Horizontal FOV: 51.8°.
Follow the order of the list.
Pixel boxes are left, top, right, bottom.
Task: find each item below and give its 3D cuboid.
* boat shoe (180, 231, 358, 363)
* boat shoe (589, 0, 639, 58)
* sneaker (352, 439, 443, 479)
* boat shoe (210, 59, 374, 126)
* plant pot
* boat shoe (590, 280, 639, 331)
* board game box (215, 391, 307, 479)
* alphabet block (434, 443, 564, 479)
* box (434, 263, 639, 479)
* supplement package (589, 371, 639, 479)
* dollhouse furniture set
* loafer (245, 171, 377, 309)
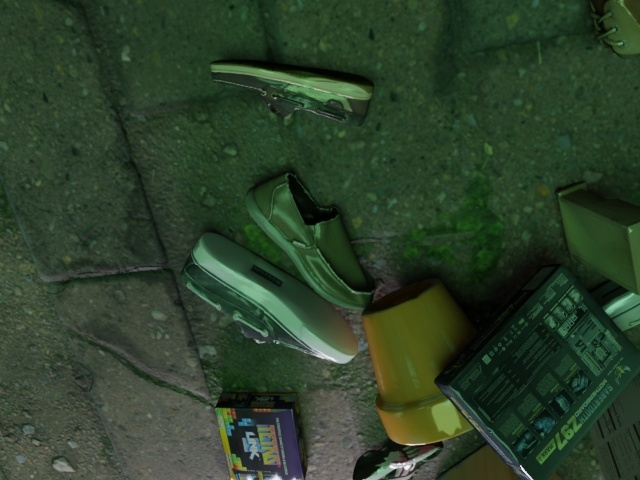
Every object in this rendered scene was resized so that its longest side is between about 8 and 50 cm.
[{"bbox_3d":[-0.084,0.111,1.031,0.301,0.108,0.102,33,116,-4],"label":"boat shoe"},{"bbox_3d":[0.378,-0.269,0.769,0.324,0.123,0.116,31,118,-4],"label":"boat shoe"},{"bbox_3d":[0.145,0.386,1.151,0.178,0.072,0.077,-33,117,30],"label":"sneaker"},{"bbox_3d":[-0.041,-0.199,0.893,0.223,0.080,0.073,8,111,1],"label":"boat shoe"},{"bbox_3d":[0.157,0.166,0.977,0.205,0.205,0.188,-23,94,19],"label":"plant pot"},{"bbox_3d":[0.396,0.127,0.968,0.226,0.083,0.076,-31,105,20],"label":"boat shoe"},{"bbox_3d":[-0.103,0.355,1.180,0.141,0.048,0.170,-2,114,12],"label":"board game box"},{"bbox_3d":[0.311,0.479,1.084,0.193,0.197,0.192,39,115,-10],"label":"alphabet block"},{"bbox_3d":[0.293,0.174,0.875,0.232,0.059,0.183,-44,94,-12],"label":"box"},{"bbox_3d":[0.529,0.347,0.948,0.204,0.262,0.145,38,116,-9],"label":"supplement package"},{"bbox_3d":[0.471,-0.041,0.873,0.242,0.161,0.212,-21,110,-5],"label":"dollhouse furniture set"},{"bbox_3d":[0.000,0.000,0.970,0.251,0.094,0.087,44,118,-11],"label":"loafer"}]
